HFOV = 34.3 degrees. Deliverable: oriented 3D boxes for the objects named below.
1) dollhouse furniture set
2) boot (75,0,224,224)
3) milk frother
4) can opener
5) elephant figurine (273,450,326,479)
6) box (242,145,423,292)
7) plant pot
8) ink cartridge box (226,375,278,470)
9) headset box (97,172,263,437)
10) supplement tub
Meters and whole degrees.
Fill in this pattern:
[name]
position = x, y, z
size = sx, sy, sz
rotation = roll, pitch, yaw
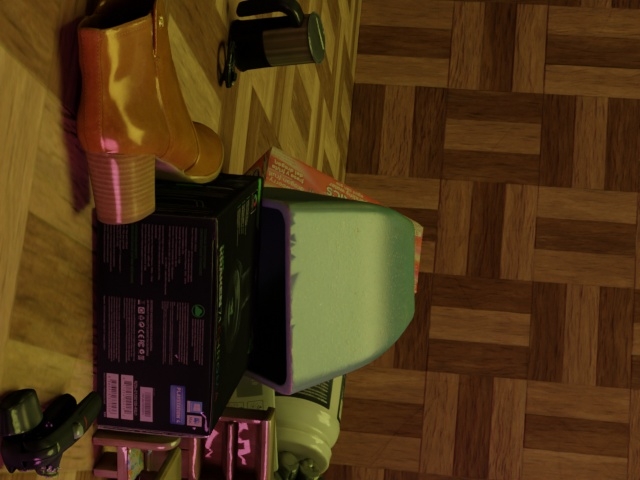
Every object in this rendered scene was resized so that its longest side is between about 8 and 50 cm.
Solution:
[dollhouse furniture set]
position = -0.154, 0.288, 1.231
size = 0.242, 0.161, 0.212
rotation = -64, 157, -73
[boot]
position = -0.168, -0.158, 1.082
size = 0.295, 0.104, 0.211
rotation = -59, 153, -66
[milk frother]
position = -0.077, -0.295, 1.612
size = 0.129, 0.135, 0.143
rotation = 49, 42, -61
[can opener]
position = -0.232, 0.162, 0.925
size = 0.186, 0.059, 0.073
rotation = -11, 104, -83
[elephant figurine]
position = -0.084, 0.511, 1.896
size = 0.186, 0.169, 0.239
rotation = -34, 164, -51
[box]
position = 0.000, 0.000, 1.660
size = 0.154, 0.300, 0.142
rotation = -39, -148, 45
[plant pot]
position = -0.006, 0.048, 1.440
size = 0.248, 0.252, 0.247
rotation = 13, -74, 54
[ink cartridge box]
position = -0.138, 0.159, 1.785
size = 0.385, 0.091, 0.308
rotation = -105, -169, -53
[headset box]
position = -0.155, 0.058, 1.209
size = 0.283, 0.131, 0.246
rotation = -61, 155, -76
[supplement tub]
position = -0.050, 0.297, 1.992
size = 0.191, 0.191, 0.272
rotation = 86, 11, -52
